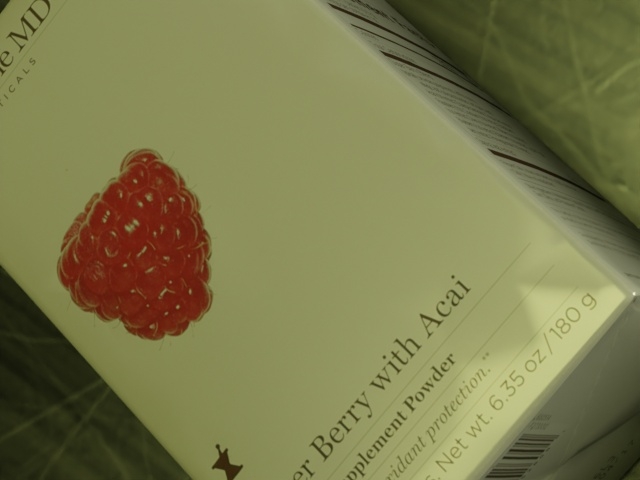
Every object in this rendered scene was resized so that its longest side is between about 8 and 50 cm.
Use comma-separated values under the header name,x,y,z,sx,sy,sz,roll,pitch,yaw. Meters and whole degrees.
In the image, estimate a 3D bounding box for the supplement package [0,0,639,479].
name,x,y,z,sx,sy,sz,roll,pitch,yaw
supplement package,0.000,0.000,0.814,0.293,0.175,0.177,44,103,24
